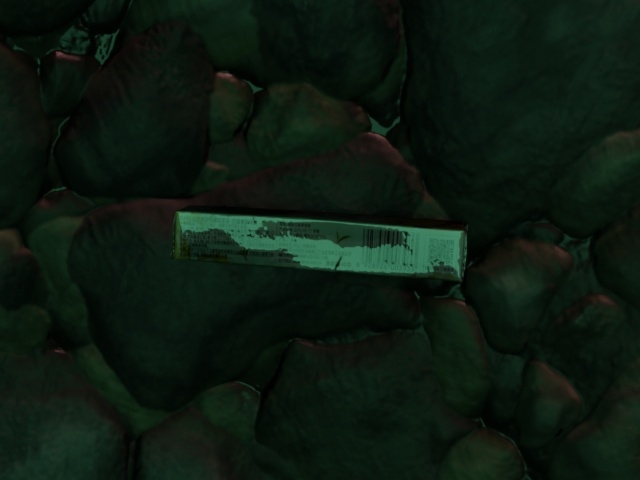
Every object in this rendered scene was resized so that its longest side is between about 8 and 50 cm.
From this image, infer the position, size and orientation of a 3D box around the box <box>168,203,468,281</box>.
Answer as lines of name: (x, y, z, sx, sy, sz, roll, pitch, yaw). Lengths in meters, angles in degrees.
box: (0.000, 0.000, 0.692, 0.207, 0.050, 0.041, 3, 100, 6)
